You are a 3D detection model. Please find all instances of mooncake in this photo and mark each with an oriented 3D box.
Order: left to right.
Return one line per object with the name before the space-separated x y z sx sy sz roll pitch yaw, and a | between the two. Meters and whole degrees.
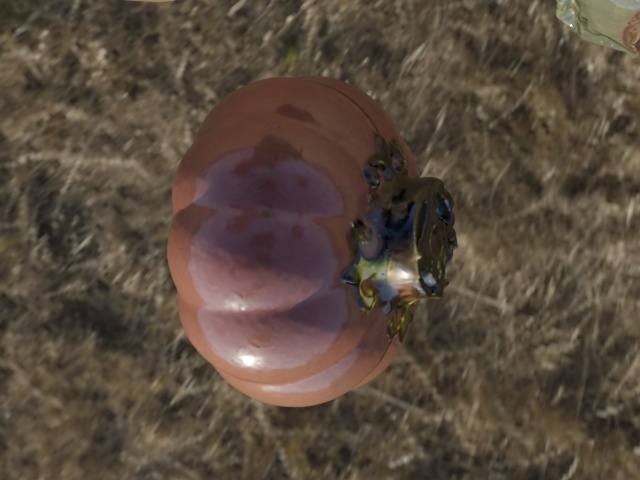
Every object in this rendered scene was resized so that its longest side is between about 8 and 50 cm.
mooncake | 0.198 -0.183 0.963 0.073 0.130 0.125 25 82 7

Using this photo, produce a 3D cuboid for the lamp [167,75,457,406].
lamp | 0.000 0.000 1.447 0.239 0.305 0.305 2 113 26
